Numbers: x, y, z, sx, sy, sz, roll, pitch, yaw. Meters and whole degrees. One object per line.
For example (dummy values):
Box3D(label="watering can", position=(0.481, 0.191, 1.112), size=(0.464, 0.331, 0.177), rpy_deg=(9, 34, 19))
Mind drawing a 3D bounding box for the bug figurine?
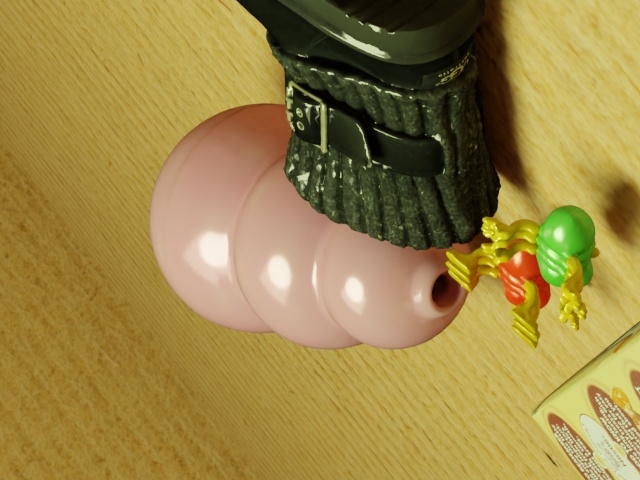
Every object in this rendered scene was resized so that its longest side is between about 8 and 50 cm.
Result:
Box3D(label="bug figurine", position=(0.209, 0.067, 1.158), size=(0.279, 0.072, 0.216), rpy_deg=(43, 169, 19))

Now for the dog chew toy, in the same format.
Box3D(label="dog chew toy", position=(0.000, 0.000, 1.434), size=(0.332, 0.206, 0.207), rpy_deg=(21, 145, 49))

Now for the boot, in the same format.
Box3D(label="boot", position=(-0.012, -0.160, 1.220), size=(0.348, 0.131, 0.260), rpy_deg=(45, 163, 28))

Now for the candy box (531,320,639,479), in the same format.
Box3D(label="candy box", position=(0.230, 0.036, 0.819), size=(0.087, 0.183, 0.316), rpy_deg=(53, 165, 8))
